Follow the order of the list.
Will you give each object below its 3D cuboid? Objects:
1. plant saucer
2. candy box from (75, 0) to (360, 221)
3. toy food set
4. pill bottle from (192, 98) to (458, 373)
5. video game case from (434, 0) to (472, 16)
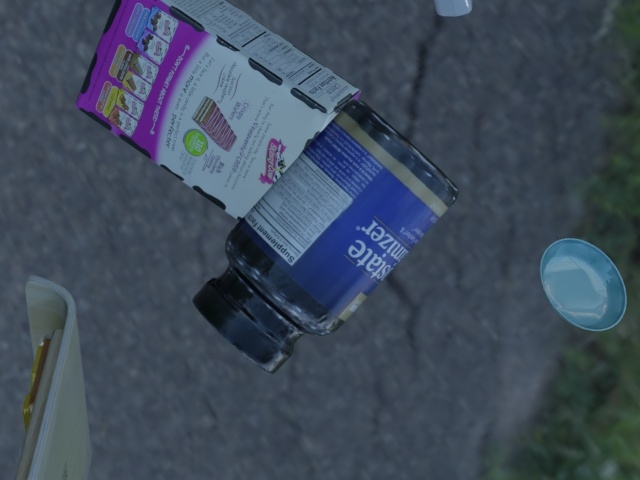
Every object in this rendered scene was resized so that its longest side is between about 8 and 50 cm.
[{"bbox_3d":[0.301,0.055,2.163,0.119,0.119,0.021,0,153,-31],"label":"plant saucer"},{"bbox_3d":[-0.098,-0.132,1.733,0.071,0.233,0.159,-41,163,-52],"label":"candy box"},{"bbox_3d":[-0.280,0.212,1.713,0.092,0.306,0.219,4,134,2],"label":"toy food set"},{"bbox_3d":[0.000,0.000,1.544,0.219,0.123,0.123,-48,136,3],"label":"pill bottle"},{"bbox_3d":[0.086,-0.399,1.528,0.036,0.329,0.300,-5,156,8],"label":"video game case"}]
